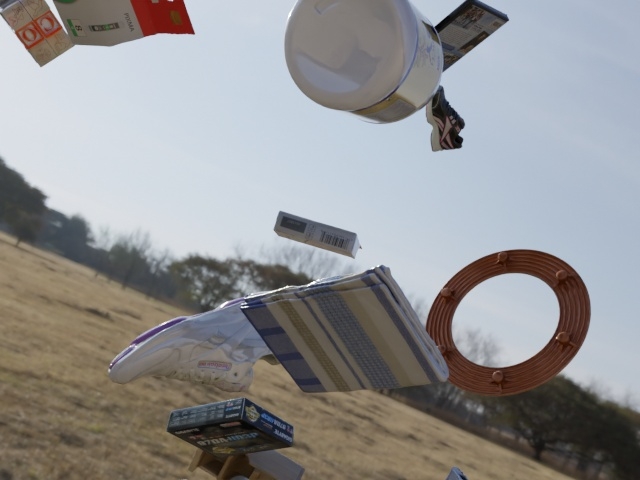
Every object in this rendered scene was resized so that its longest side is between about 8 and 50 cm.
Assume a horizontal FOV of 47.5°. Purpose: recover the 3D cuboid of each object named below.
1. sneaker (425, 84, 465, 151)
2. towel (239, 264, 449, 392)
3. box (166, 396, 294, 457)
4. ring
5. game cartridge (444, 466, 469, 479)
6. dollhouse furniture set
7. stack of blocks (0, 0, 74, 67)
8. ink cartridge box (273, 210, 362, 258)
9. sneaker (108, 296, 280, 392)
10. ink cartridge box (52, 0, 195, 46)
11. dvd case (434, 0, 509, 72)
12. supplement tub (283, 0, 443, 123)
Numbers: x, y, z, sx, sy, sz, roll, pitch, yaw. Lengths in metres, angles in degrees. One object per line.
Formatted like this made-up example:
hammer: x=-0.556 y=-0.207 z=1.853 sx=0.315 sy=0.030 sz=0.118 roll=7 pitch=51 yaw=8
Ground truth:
sneaker: x=0.285 y=-0.274 z=1.626 sx=0.077 sy=0.072 sz=0.178 roll=6 pitch=-35 yaw=22
towel: x=0.030 y=0.140 z=1.071 sx=0.285 sy=0.034 sz=0.209 roll=-15 pitch=-63 yaw=40
box: x=-0.195 y=0.411 z=1.582 sx=0.220 sy=0.051 sz=0.175 roll=-17 pitch=-42 yaw=31
ring: x=0.358 y=0.149 z=1.434 sx=0.337 sy=0.336 sz=0.032 roll=16 pitch=-26 yaw=44
game cartridge: x=0.142 y=0.277 z=0.740 sx=0.017 sy=0.056 sz=0.083 roll=21 pitch=10 yaw=-20
dollhouse furniture set: x=-0.241 y=0.640 z=1.666 sx=0.257 sy=0.362 sz=0.394 roll=30 pitch=36 yaw=5
stack of blocks: x=-0.635 y=-0.491 z=1.550 sx=0.297 sy=0.087 sz=0.171 roll=40 pitch=-16 yaw=53
ink cartridge box: x=0.000 y=0.000 z=1.727 sx=0.189 sy=0.066 sz=0.232 roll=17 pitch=-12 yaw=9
sneaker: x=-0.189 y=0.191 z=1.189 sx=0.305 sy=0.152 sz=0.114 roll=-16 pitch=-8 yaw=-33
ink cartridge box: x=-0.310 y=-0.374 z=1.064 sx=0.225 sy=0.056 sz=0.181 roll=12 pitch=-44 yaw=30
dvd case: x=0.323 y=-0.496 z=1.808 sx=0.253 sy=0.022 sz=0.180 roll=-35 pitch=-23 yaw=36
supplement tub: x=0.097 y=-0.348 z=1.373 sx=0.241 sy=0.241 sz=0.331 roll=21 pitch=10 yaw=19
